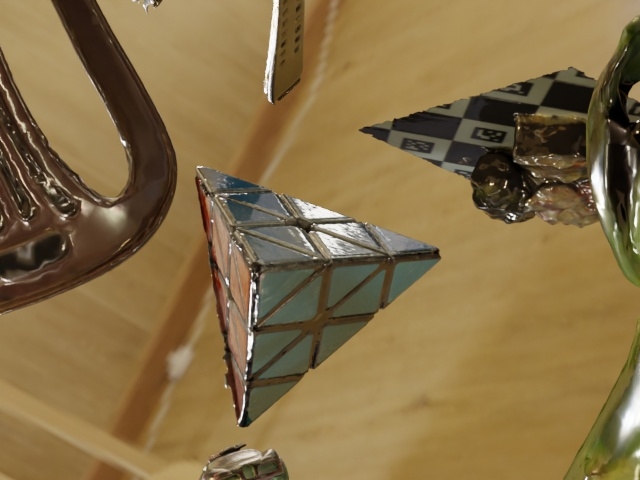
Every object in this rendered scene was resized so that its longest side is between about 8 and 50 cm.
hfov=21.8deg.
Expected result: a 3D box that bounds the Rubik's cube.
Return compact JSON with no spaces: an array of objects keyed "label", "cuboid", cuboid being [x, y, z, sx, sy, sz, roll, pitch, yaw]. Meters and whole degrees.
[{"label":"Rubik's cube","cuboid":[0.000,0.000,1.294,0.211,0.178,0.190,104,151,-55]}]

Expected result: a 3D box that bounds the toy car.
[{"label":"toy car","cuboid":[-0.070,0.199,1.383,0.069,0.055,0.142,-18,-13,-15]}]

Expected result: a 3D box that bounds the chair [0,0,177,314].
[{"label":"chair","cuboid":[-0.202,-0.141,0.874,0.175,0.326,0.183,-20,18,3]}]

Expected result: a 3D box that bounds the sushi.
[{"label":"sushi","cuboid":[0.179,-0.042,1.216,0.219,0.231,0.047,-12,63,51]}]

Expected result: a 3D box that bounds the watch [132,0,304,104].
[{"label":"watch","cuboid":[-0.096,-0.241,1.456,0.102,0.165,0.268,-58,-19,-32]}]

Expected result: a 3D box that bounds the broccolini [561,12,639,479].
[{"label":"broccolini","cuboid":[0.069,0.021,0.389,0.074,0.079,0.392,-56,-10,-34]}]
